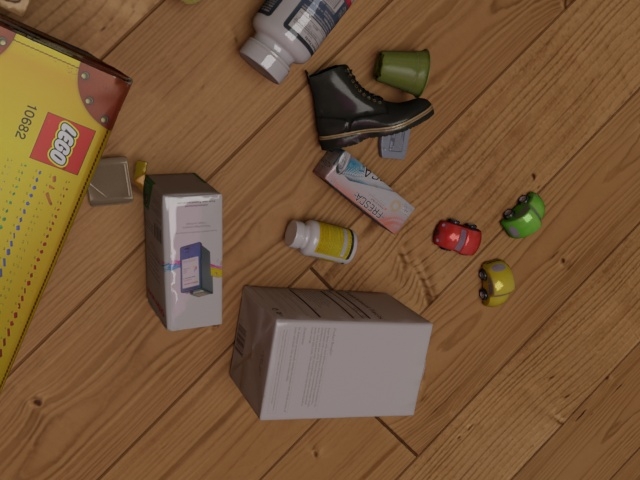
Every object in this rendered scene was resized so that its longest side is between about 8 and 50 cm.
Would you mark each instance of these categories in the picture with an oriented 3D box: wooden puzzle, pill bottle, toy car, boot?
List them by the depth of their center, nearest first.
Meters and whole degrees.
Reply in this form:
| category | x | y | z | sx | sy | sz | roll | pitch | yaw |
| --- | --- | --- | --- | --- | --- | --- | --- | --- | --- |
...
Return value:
| category | x | y | z | sx | sy | sz | roll | pitch | yaw |
| --- | --- | --- | --- | --- | --- | --- | --- | --- | --- |
| wooden puzzle | -0.324 | -0.090 | 1.197 | 0.116 | 0.014 | 0.078 | 1 | 103 | -5 |
| pill bottle | -0.041 | -0.336 | 1.201 | 0.108 | 0.108 | 0.180 | 38 | 89 | -29 |
| boot | 0.080 | -0.240 | 1.290 | 0.198 | 0.077 | 0.137 | -18 | 108 | -5 |
| pill bottle | 0.000 | 0.000 | 1.351 | 0.116 | 0.065 | 0.065 | 13 | 101 | -27 |
| toy car | 0.358 | -0.003 | 1.513 | 0.225 | 0.053 | 0.239 | -44 | 118 | -5 |

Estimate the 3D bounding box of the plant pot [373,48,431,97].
| category | x | y | z | sx | sy | sz | roll | pitch | yaw |
| --- | --- | --- | --- | --- | --- | --- | --- | --- | --- |
| plant pot | 0.134 | -0.287 | 1.316 | 0.079 | 0.083 | 0.083 | 6 | 104 | -13 |

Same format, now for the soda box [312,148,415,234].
| category | x | y | z | sx | sy | sz | roll | pitch | yaw |
| --- | --- | --- | --- | --- | --- | --- | --- | --- | --- |
| soda box | 0.077 | -0.087 | 1.361 | 0.183 | 0.058 | 0.063 | 36 | 90 | -29 |

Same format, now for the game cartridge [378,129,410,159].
| category | x | y | z | sx | sy | sz | roll | pitch | yaw |
| --- | --- | --- | --- | --- | --- | --- | --- | --- | --- |
| game cartridge | 0.130 | -0.186 | 1.377 | 0.056 | 0.017 | 0.083 | 2 | 106 | -28 |

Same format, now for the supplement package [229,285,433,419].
| category | x | y | z | sx | sy | sz | roll | pitch | yaw |
| --- | --- | --- | --- | --- | --- | --- | --- | --- | --- |
| supplement package | 0.015 | 0.192 | 1.357 | 0.293 | 0.175 | 0.177 | 5 | 103 | -25 |

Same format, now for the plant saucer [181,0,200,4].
| category | x | y | z | sx | sy | sz | roll | pitch | yaw |
| --- | --- | --- | --- | --- | --- | --- | --- | --- | --- |
| plant saucer | -0.161 | -0.553 | 1.054 | 0.333 | 0.081 | 0.333 | -44 | 137 | -5 |

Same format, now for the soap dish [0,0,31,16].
| category | x | y | z | sx | sy | sz | roll | pitch | yaw |
| --- | --- | --- | --- | --- | --- | --- | --- | --- | --- |
| soap dish | -0.468 | -0.450 | 0.971 | 0.291 | 0.118 | 0.229 | 23 | 96 | -28 |

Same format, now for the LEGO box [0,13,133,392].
| category | x | y | z | sx | sy | sz | roll | pitch | yaw |
| --- | --- | --- | --- | --- | --- | --- | --- | --- | --- |
| LEGO box | -0.447 | -0.028 | 0.972 | 0.193 | 0.372 | 0.500 | 21 | 98 | -28 |

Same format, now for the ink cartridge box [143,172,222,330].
| category | x | y | z | sx | sy | sz | roll | pitch | yaw |
| --- | --- | --- | --- | --- | --- | --- | --- | --- | --- |
| ink cartridge box | -0.215 | 0.014 | 1.210 | 0.093 | 0.154 | 0.212 | -4 | 107 | -24 |
